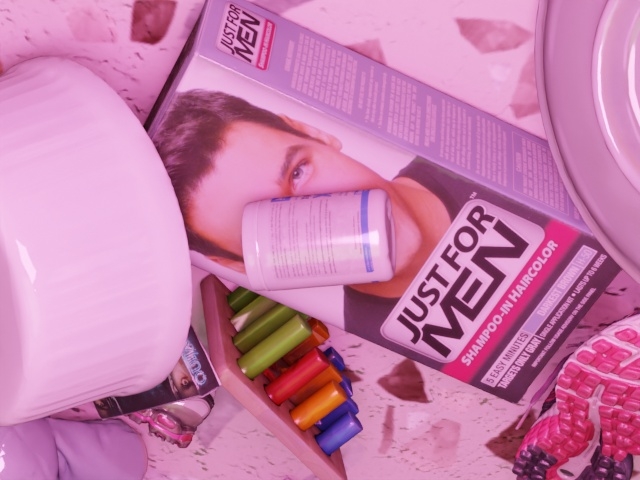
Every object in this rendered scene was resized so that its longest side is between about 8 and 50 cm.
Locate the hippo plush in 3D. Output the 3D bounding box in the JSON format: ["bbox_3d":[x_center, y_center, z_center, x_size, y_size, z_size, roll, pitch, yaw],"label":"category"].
[{"bbox_3d":[-0.319,0.257,1.506,0.236,0.234,0.294,-21,141,33],"label":"hippo plush"}]

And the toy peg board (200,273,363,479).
[{"bbox_3d":[-0.017,0.101,1.418,0.079,0.161,0.160,-38,116,12],"label":"toy peg board"}]

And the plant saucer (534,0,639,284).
[{"bbox_3d":[0.296,-0.111,1.120,0.400,0.100,0.401,12,110,38],"label":"plant saucer"}]

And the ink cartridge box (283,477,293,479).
[{"bbox_3d":[-0.078,0.414,1.605,0.129,0.223,0.307,31,123,-16],"label":"ink cartridge box"}]

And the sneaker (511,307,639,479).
[{"bbox_3d":[0.244,0.116,1.374,0.120,0.112,0.299,29,148,-2],"label":"sneaker"}]

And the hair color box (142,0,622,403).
[{"bbox_3d":[0.039,-0.030,1.335,0.374,0.114,0.185,24,125,-11],"label":"hair color box"}]

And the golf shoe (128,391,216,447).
[{"bbox_3d":[-0.179,0.106,1.497,0.186,0.067,0.086,32,87,-8],"label":"golf shoe"}]

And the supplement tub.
[{"bbox_3d":[0.000,0.000,1.247,0.107,0.071,0.071,-4,126,9],"label":"supplement tub"}]

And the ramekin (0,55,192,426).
[{"bbox_3d":[-0.234,0.008,1.281,0.277,0.135,0.277,26,126,42],"label":"ramekin"}]

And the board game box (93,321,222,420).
[{"bbox_3d":[-0.160,0.080,1.375,0.186,0.026,0.126,-20,97,56],"label":"board game box"}]
